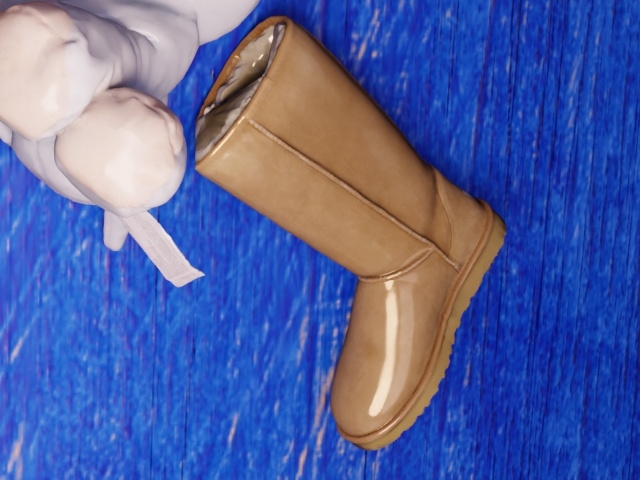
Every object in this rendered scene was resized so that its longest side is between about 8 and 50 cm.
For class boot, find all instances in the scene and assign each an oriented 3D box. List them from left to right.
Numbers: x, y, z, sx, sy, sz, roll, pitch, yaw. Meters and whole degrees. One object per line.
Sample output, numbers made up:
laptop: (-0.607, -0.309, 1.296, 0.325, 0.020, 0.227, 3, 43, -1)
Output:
boot: (0.000, 0.000, 1.310, 0.269, 0.089, 0.236, 37, 71, -35)

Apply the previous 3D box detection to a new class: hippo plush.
hippo plush: (-0.111, -0.142, 1.100, 0.294, 0.234, 0.237, 43, 78, -33)
